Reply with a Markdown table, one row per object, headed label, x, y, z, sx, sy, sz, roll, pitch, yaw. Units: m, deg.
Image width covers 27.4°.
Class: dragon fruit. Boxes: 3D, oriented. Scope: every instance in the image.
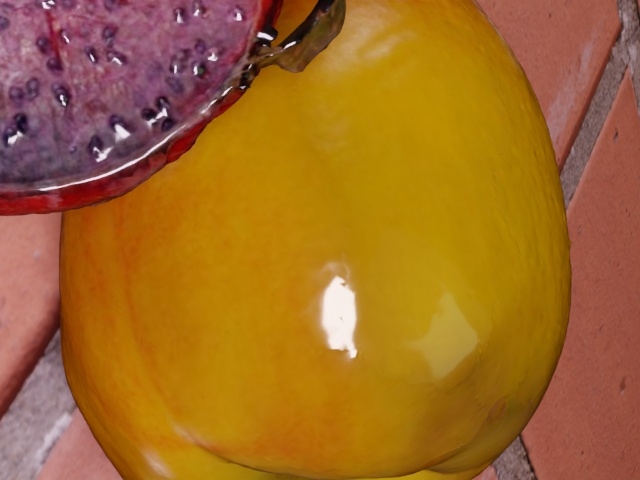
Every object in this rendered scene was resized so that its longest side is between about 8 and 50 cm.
| label | x | y | z | sx | sy | sz | roll | pitch | yaw |
| --- | --- | --- | --- | --- | --- | --- | --- | --- | --- |
| dragon fruit | -0.123 | -0.104 | 0.590 | 0.218 | 0.223 | 0.148 | 63 | -9 | 12 |

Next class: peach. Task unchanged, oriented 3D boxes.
| label | x | y | z | sx | sy | sz | roll | pitch | yaw |
| --- | --- | --- | --- | --- | --- | --- | --- | --- | --- |
| peach | -0.001 | 0.001 | 0.722 | 0.289 | 0.288 | 0.308 | 45 | 34 | -55 |
